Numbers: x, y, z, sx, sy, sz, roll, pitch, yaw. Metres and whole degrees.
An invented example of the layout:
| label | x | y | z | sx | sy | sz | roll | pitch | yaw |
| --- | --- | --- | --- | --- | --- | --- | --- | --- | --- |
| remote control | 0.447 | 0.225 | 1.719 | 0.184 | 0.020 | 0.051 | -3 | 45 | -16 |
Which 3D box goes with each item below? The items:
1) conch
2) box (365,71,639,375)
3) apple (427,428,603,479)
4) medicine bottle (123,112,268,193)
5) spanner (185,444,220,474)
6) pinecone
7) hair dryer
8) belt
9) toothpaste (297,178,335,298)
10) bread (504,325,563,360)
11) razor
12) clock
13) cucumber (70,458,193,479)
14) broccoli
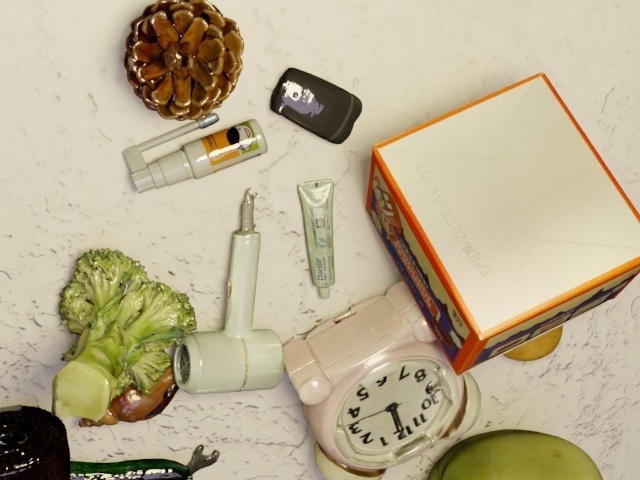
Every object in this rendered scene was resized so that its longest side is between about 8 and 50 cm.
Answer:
| label | x | y | z | sx | sy | sz | roll | pitch | yaw |
| --- | --- | --- | --- | --- | --- | --- | --- | --- | --- |
| conch | -0.305 | 0.270 | 1.519 | 0.232 | 0.080 | 0.086 | -8 | 124 | -15 |
| box | 0.287 | -0.020 | 1.412 | 0.318 | 0.257 | 0.349 | -26 | 71 | -8 |
| apple | 0.375 | 0.534 | 1.698 | 0.357 | 0.357 | 0.357 | -6 | 111 | -16 |
| medicine bottle | -0.202 | -0.146 | 1.413 | 0.220 | 0.061 | 0.092 | -22 | 91 | -9 |
| spanner | -0.291 | 0.472 | 1.635 | 0.254 | 0.015 | 0.054 | -43 | 114 | 1 |
| pinecone | -0.197 | -0.266 | 1.281 | 0.168 | 0.212 | 0.186 | 7 | 97 | -21 |
| hair dryer | -0.147 | 0.085 | 1.499 | 0.173 | 0.107 | 0.358 | 2 | 98 | -31 |
| belt | -0.554 | 0.359 | 1.413 | 0.289 | 0.184 | 0.164 | -7 | 120 | -16 |
| toothpaste | 0.000 | 0.000 | 1.543 | 0.064 | 0.041 | 0.218 | -8 | 108 | -9 |
| bread | 0.400 | 0.089 | 1.677 | 0.142 | 0.091 | 0.305 | -17 | 115 | -17 |
| razor | -0.008 | -0.223 | 1.445 | 0.148 | 0.054 | 0.090 | 23 | 98 | -25 |
| clock | 0.115 | 0.282 | 1.611 | 0.342 | 0.184 | 0.326 | -26 | 120 | -2 |
| cucumber | -0.371 | 0.419 | 1.570 | 0.284 | 0.056 | 0.056 | 4 | 108 | -16 |
| broccoli | -0.318 | 0.147 | 1.323 | 0.221 | 0.361 | 0.252 | 33 | 79 | -8 |
